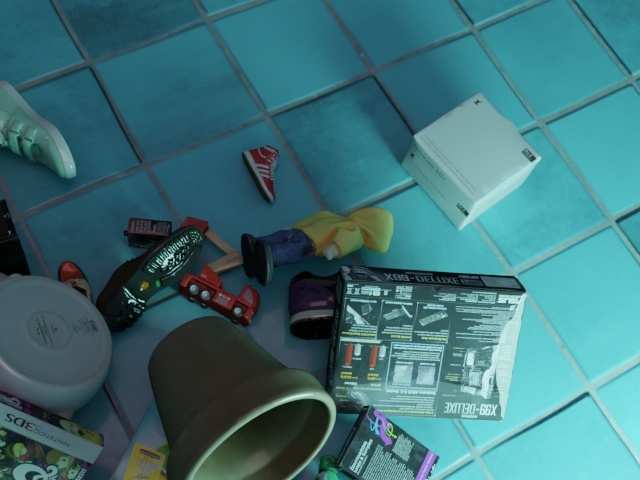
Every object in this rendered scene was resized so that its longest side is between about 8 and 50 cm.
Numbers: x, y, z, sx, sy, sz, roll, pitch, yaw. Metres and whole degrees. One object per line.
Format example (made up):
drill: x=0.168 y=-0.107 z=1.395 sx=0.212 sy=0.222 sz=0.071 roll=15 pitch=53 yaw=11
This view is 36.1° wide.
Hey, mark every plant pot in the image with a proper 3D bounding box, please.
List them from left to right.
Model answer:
plant pot: x=-0.144 y=0.244 z=1.478 sx=0.263 sy=0.263 sz=0.229 roll=-28 pitch=54 yaw=-20

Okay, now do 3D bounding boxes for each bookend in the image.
bookend: x=-0.555 y=-0.026 z=1.653 sx=0.072 sy=0.156 sz=0.157 roll=-19 pitch=69 yaw=-17

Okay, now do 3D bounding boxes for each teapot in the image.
teapot: x=-0.470 y=0.189 z=1.560 sx=0.252 sy=0.187 sz=0.256 roll=33 pitch=36 yaw=-14

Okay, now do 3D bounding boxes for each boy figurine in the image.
boy figurine: x=0.000 y=0.000 z=1.746 sx=0.285 sy=0.177 sz=0.092 roll=-13 pitch=108 yaw=-31

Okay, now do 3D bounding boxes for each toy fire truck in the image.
toy fire truck: x=-0.181 y=0.054 z=1.735 sx=0.192 sy=0.047 sz=0.135 roll=26 pitch=64 yaw=4

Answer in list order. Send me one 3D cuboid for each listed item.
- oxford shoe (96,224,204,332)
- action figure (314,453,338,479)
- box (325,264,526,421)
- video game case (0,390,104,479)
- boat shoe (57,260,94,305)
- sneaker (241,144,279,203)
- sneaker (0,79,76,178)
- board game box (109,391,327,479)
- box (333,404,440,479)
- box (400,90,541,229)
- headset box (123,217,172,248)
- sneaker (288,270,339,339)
oxford shoe: x=-0.299 y=0.047 z=1.681 sx=0.227 sy=0.083 sz=0.096 roll=-41 pitch=39 yaw=-9
action figure: x=-0.007 y=0.447 z=1.553 sx=0.064 sy=0.137 sz=0.232 roll=9 pitch=55 yaw=9
box: x=0.172 y=0.174 z=1.642 sx=0.308 sy=0.076 sz=0.242 roll=3 pitch=109 yaw=-7
video game case: x=-0.469 y=0.344 z=1.446 sx=0.210 sy=0.042 sz=0.232 roll=31 pitch=100 yaw=-23
boat shoe: x=-0.418 y=0.091 z=1.683 sx=0.049 sy=0.043 sz=0.137 roll=-17 pitch=68 yaw=-14
sneaker: x=-0.094 y=-0.128 z=1.837 sx=0.067 sy=0.042 sz=0.118 roll=-22 pitch=68 yaw=-14
sneaker: x=-0.556 y=-0.168 z=1.752 sx=0.151 sy=0.094 sz=0.256 roll=-37 pitch=66 yaw=-28
board game box: x=-0.173 y=0.346 z=1.582 sx=0.254 sy=0.079 sz=0.336 roll=25 pitch=64 yaw=3
box: x=0.110 y=0.363 z=1.614 sx=0.162 sy=0.029 sz=0.116 roll=40 pitch=63 yaw=-18
box: x=0.283 y=-0.152 z=1.865 sx=0.182 sy=0.119 sz=0.181 roll=-34 pitch=74 yaw=-22
headset box: x=-0.306 y=-0.011 z=1.737 sx=0.083 sy=0.062 sz=0.032 roll=5 pitch=64 yaw=-8
sneaker: x=0.084 y=0.097 z=1.729 sx=0.283 sy=0.107 sz=0.124 roll=1 pitch=59 yaw=-9
